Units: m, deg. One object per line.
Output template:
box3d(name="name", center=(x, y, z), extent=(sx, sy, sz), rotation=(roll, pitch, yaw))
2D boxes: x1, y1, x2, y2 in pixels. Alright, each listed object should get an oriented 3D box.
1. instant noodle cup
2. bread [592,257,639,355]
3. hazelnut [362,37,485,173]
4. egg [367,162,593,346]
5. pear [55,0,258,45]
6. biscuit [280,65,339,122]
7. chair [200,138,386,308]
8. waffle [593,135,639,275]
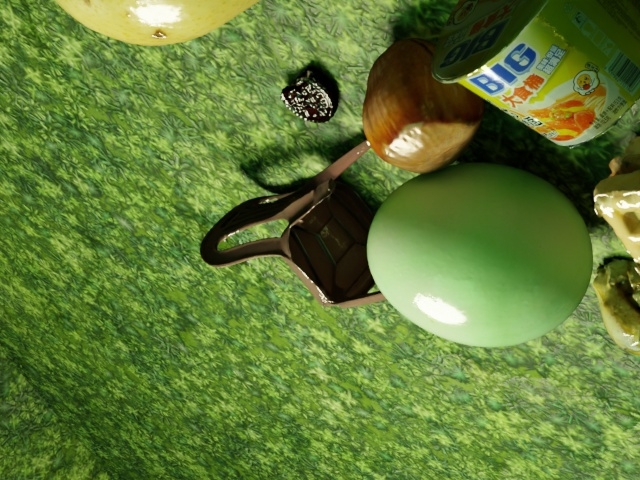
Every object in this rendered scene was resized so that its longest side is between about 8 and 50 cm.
box3d(name="instant noodle cup", center=(0.230, -0.196, 1.237), extent=(0.153, 0.205, 0.205), rotation=(34, 152, -18))
box3d(name="bread", center=(0.393, 0.093, 1.577), extent=(0.156, 0.110, 0.103), rotation=(-3, 140, 48))
box3d(name="hazelnut", center=(0.117, -0.157, 1.478), extent=(0.150, 0.150, 0.150), rotation=(25, 149, 16))
box3d(name="egg", center=(0.190, 0.016, 1.537), extent=(0.269, 0.220, 0.220), rotation=(8, 147, 3))
box3d(name="pear", center=(-0.167, -0.353, 1.294), extent=(0.309, 0.309, 0.309), rotation=(25, 149, 16))
box3d(name="biscuit", center=(-0.015, -0.188, 1.651), extent=(0.087, 0.027, 0.089), rotation=(16, 147, 28))
box3d(name="chair", center=(0.000, 0.000, 1.766), extent=(0.183, 0.175, 0.326), rotation=(51, 144, -12))
box3d(name="waffle", center=(0.488, 0.042, 1.395), extent=(0.261, 0.114, 0.376), rotation=(-4, 133, 47))
